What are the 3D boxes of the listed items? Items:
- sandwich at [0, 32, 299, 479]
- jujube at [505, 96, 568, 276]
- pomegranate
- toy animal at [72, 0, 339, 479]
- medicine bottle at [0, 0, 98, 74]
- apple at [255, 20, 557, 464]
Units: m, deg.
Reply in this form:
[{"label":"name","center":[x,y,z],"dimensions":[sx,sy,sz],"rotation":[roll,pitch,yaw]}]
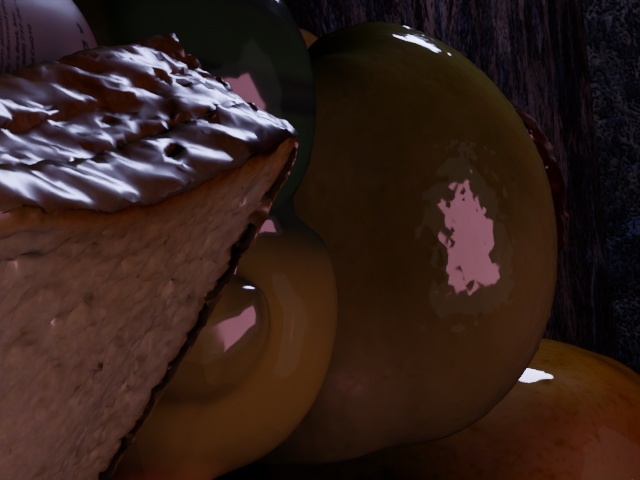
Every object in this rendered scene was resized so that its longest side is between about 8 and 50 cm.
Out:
[{"label":"sandwich","center":[-0.158,0.072,0.725],"dimensions":[0.301,0.099,0.271],"rotation":[-59,160,20]},{"label":"jujube","center":[0.096,-0.013,1.621],"dimensions":[0.376,0.258,0.258],"rotation":[12,75,-67]},{"label":"pomegranate","center":[0.113,0.270,1.404],"dimensions":[0.416,0.416,0.417],"rotation":[-4,90,-73]},{"label":"toy animal","center":[-0.088,0.017,0.965],"dimensions":[0.191,0.216,0.338],"rotation":[7,84,-38]},{"label":"medicine bottle","center":[-0.208,-0.074,0.747],"dimensions":[0.288,0.157,0.157],"rotation":[23,65,-71]},{"label":"apple","center":[0.000,0.000,1.182],"dimensions":[0.292,0.291,0.254],"rotation":[-55,133,-64]}]
